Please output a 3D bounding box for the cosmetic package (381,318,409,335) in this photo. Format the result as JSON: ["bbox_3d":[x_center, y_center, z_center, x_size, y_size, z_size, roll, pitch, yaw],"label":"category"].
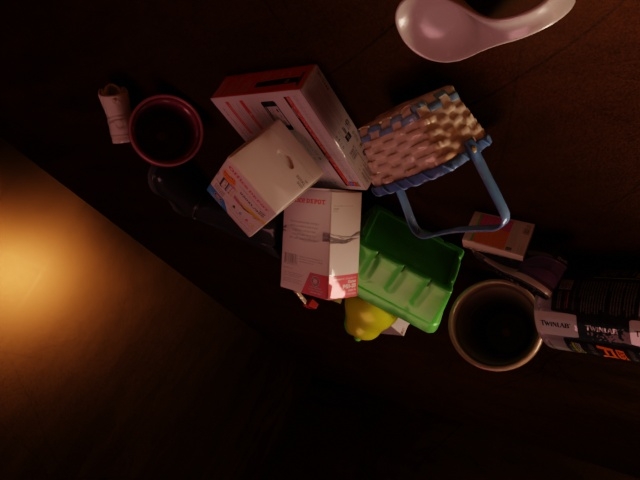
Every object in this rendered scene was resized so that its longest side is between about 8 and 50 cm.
[{"bbox_3d":[0.241,0.292,2.138,0.107,0.127,0.238,38,154,-23],"label":"cosmetic package"}]

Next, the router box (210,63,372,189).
[{"bbox_3d":[-0.059,-0.265,1.343,0.301,0.082,0.335,9,151,40],"label":"router box"}]

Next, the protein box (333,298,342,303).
[{"bbox_3d":[0.012,0.080,1.781,0.136,0.201,0.200,18,174,23],"label":"protein box"}]

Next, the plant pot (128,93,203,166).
[{"bbox_3d":[-0.452,-0.310,1.581,0.201,0.201,0.180,36,172,-19],"label":"plant pot"}]

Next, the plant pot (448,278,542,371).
[{"bbox_3d":[0.536,0.265,1.624,0.263,0.263,0.229,14,171,30],"label":"plant pot"}]

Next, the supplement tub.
[{"bbox_3d":[0.692,0.168,1.249,0.338,0.207,0.207,0,144,50],"label":"supplement tub"}]

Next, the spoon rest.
[{"bbox_3d":[0.236,-0.341,0.843,0.276,0.084,0.137,5,148,42],"label":"spoon rest"}]

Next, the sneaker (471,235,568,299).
[{"bbox_3d":[0.499,0.042,1.357,0.107,0.124,0.283,33,-177,-27],"label":"sneaker"}]

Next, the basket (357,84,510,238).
[{"bbox_3d":[0.226,-0.141,1.085,0.255,0.201,0.289,-7,108,56],"label":"basket"}]

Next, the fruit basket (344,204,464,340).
[{"bbox_3d":[0.196,0.127,1.621,0.392,0.283,0.392,17,141,14],"label":"fruit basket"}]

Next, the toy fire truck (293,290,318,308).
[{"bbox_3d":[-0.070,0.182,2.244,0.192,0.135,0.047,39,155,-26],"label":"toy fire truck"}]

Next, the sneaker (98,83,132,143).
[{"bbox_3d":[-0.615,-0.400,1.687,0.292,0.108,0.169,-143,43,-64],"label":"sneaker"}]

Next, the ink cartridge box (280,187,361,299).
[{"bbox_3d":[0.000,0.000,1.468,0.117,0.283,0.207,-2,-172,-40],"label":"ink cartridge box"}]

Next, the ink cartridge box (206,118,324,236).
[{"bbox_3d":[-0.139,-0.144,1.318,0.171,0.168,0.232,49,154,-6],"label":"ink cartridge box"}]

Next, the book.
[{"bbox_3d":[0.427,-0.014,1.308,0.144,0.096,0.035,17,154,28],"label":"book"}]

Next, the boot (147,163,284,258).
[{"bbox_3d":[-0.338,-0.113,1.895,0.445,0.146,0.367,26,168,15],"label":"boot"}]
